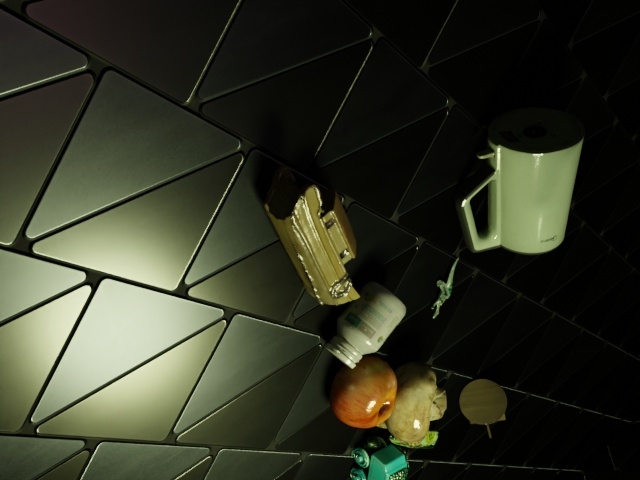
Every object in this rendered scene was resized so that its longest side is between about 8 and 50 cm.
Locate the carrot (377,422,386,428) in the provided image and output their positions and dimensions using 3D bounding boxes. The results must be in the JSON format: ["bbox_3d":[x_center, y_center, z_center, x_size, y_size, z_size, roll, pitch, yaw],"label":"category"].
[{"bbox_3d":[0.153,0.547,2.027,0.254,0.049,0.049,25,94,-45],"label":"carrot"}]

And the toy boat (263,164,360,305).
[{"bbox_3d":[0.000,0.000,1.522,0.162,0.136,0.445,-39,139,-14],"label":"toy boat"}]

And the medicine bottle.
[{"bbox_3d":[0.115,0.227,1.741,0.215,0.135,0.135,-50,137,-9],"label":"medicine bottle"}]

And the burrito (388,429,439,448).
[{"bbox_3d":[0.330,0.657,2.245,0.288,0.054,0.104,22,97,-47],"label":"burrito"}]

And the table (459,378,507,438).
[{"bbox_3d":[0.611,0.634,2.438,0.167,0.167,0.227,-46,145,-14],"label":"table"}]

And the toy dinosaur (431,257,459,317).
[{"bbox_3d":[0.390,0.151,2.031,0.187,0.044,0.106,-65,152,-12],"label":"toy dinosaur"}]

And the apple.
[{"bbox_3d":[0.125,0.424,1.842,0.209,0.164,0.209,-25,130,-34],"label":"apple"}]

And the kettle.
[{"bbox_3d":[0.561,-0.146,1.899,0.361,0.250,0.377,-18,130,-10],"label":"kettle"}]

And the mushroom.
[{"bbox_3d":[0.274,0.488,1.973,0.184,0.255,0.255,3,114,-11],"label":"mushroom"}]

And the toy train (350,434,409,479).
[{"bbox_3d":[0.185,0.724,2.070,0.112,0.163,0.203,-16,123,-35],"label":"toy train"}]
